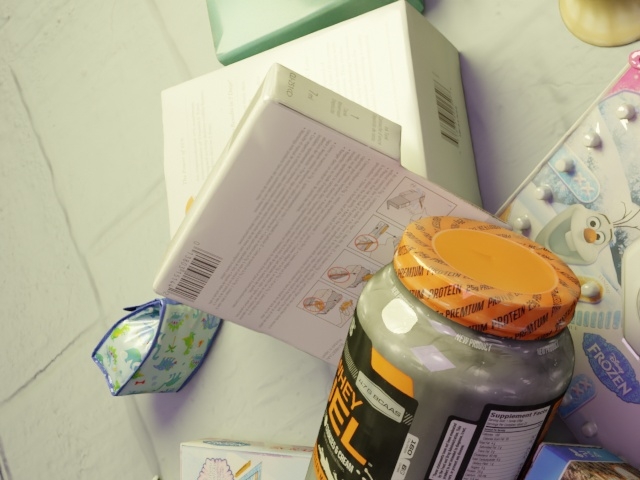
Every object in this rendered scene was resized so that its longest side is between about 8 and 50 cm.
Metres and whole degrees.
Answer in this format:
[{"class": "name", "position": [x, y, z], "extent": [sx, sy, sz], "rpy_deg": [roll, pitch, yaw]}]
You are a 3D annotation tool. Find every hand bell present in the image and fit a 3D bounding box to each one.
[{"class": "hand bell", "position": [0.262, -0.287, 0.700], "extent": [0.126, 0.242, 0.126], "rpy_deg": [-5, 81, 32]}]

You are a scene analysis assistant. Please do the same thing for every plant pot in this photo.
[{"class": "plant pot", "position": [-0.003, -0.312, 0.920], "extent": [0.234, 0.165, 0.165], "rpy_deg": [-17, 75, 22]}]

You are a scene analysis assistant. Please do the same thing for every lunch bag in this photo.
[{"class": "lunch bag", "position": [-0.217, 0.135, 1.011], "extent": [0.151, 0.129, 0.096], "rpy_deg": [-47, 63, 19]}]

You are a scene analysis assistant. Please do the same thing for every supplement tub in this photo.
[{"class": "supplement tub", "position": [0.105, 0.150, 0.666], "extent": [0.193, 0.193, 0.316], "rpy_deg": [31, 119, 31]}]

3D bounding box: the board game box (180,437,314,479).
[{"class": "board game box", "position": [-0.037, 0.416, 0.899], "extent": [0.318, 0.066, 0.319], "rpy_deg": [-4, 82, 31]}]

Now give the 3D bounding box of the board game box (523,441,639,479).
[{"class": "board game box", "position": [0.264, 0.336, 0.561], "extent": [0.291, 0.141, 0.232], "rpy_deg": [32, 99, 42]}]

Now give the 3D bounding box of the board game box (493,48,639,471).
[{"class": "board game box", "position": [0.316, 0.061, 0.641], "extent": [0.390, 0.050, 0.390], "rpy_deg": [57, 138, 24]}]

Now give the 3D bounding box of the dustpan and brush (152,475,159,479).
[{"class": "dustpan and brush", "position": [-0.216, 0.418, 0.994], "extent": [0.060, 0.147, 0.211], "rpy_deg": [-1, 44, 2]}]

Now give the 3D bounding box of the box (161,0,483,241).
[{"class": "box", "position": [-0.006, -0.109, 0.888], "extent": [0.345, 0.168, 0.215], "rpy_deg": [-12, 78, 30]}]

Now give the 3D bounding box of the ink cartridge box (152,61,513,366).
[{"class": "ink cartridge box", "position": [0.000, 0.000, 0.753], "extent": [0.296, 0.261, 0.066], "rpy_deg": [-51, 21, 40]}]
